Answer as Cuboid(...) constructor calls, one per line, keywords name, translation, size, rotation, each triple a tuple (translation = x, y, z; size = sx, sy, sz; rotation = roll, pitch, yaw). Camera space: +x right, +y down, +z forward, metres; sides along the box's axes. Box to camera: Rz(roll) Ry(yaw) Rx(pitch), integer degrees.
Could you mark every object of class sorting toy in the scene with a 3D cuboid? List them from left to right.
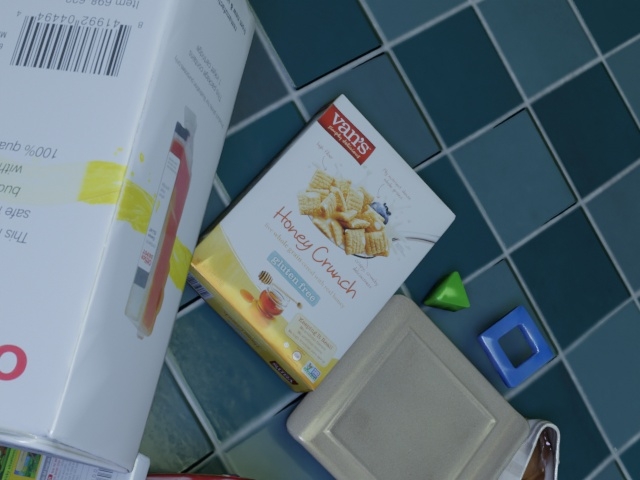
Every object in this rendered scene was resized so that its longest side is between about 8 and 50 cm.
Cuboid(name="sorting toy", translation=(0.082, 0.180, 1.094), size=(0.196, 0.047, 0.348), rotation=(45, 65, -7))

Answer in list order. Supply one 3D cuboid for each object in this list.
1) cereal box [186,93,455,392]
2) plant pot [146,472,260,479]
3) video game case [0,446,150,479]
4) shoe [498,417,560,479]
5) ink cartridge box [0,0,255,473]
Cuboid(name="cereal box", translation=(0.000, 0.000, 1.087), size=(0.173, 0.047, 0.240), rotation=(46, 65, -11))
Cuboid(name="plant pot", translation=(-0.101, 0.279, 0.908), size=(0.191, 0.191, 0.174), rotation=(11, 70, -23))
Cuboid(name="video game case", translation=(-0.247, 0.254, 0.856), size=(0.026, 0.206, 0.227), rotation=(45, 54, -61))
Cuboid(name="shoe", translation=(0.189, 0.277, 1.117), size=(0.076, 0.058, 0.219), rotation=(24, 71, -20))
Cuboid(name="ink cartridge box", translation=(-0.238, -0.046, 0.851), size=(0.279, 0.160, 0.385), rotation=(8, 72, 16))
